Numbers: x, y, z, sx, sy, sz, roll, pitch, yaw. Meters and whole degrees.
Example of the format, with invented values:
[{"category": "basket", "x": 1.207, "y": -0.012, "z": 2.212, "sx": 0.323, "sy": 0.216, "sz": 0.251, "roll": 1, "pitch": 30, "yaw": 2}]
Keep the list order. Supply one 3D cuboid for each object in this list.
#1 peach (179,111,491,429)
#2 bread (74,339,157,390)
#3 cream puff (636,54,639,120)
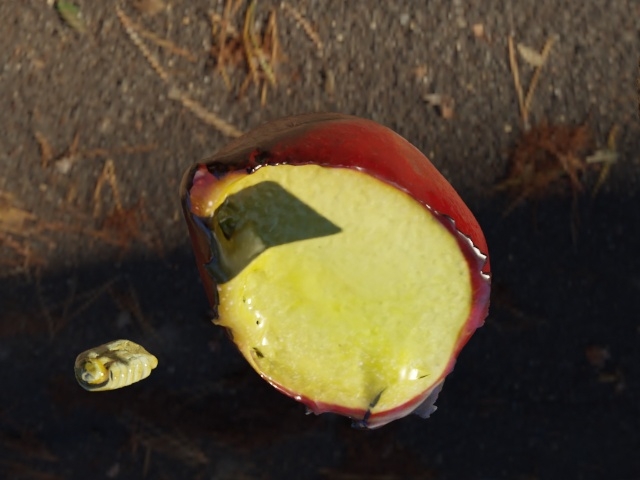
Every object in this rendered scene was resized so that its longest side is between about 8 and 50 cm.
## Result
[{"category": "peach", "x": 0.000, "y": 0.000, "z": 1.383, "sx": 0.361, "sy": 0.201, "sz": 0.258, "roll": 35, "pitch": 108, "yaw": -29}, {"category": "bread", "x": -0.180, "y": 0.112, "z": 1.247, "sx": 0.049, "sy": 0.088, "sz": 0.034, "roll": 20, "pitch": 105, "yaw": 18}, {"category": "cream puff", "x": 0.496, "y": -0.155, "z": 1.562, "sx": 0.231, "sy": 0.343, "sz": 0.327, "roll": -22, "pitch": 163, "yaw": -32}]
